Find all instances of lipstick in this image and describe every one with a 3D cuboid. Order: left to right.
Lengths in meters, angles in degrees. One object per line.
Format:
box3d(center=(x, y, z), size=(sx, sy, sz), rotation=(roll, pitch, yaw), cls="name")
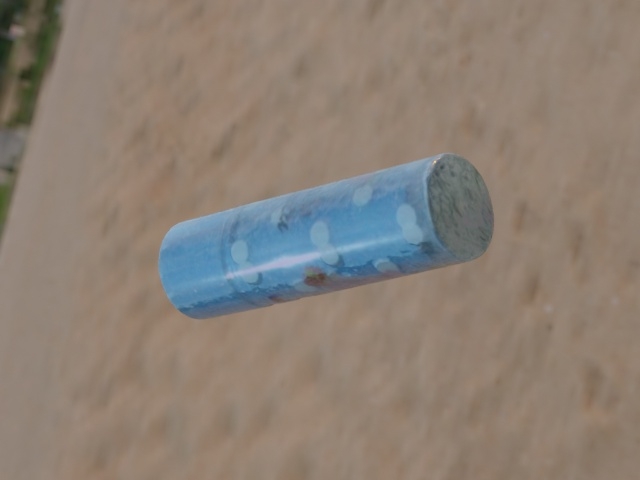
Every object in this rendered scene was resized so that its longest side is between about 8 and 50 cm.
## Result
box3d(center=(0.000, 0.000, 0.866), size=(0.158, 0.048, 0.048), rotation=(-13, 56, 41), cls="lipstick")
